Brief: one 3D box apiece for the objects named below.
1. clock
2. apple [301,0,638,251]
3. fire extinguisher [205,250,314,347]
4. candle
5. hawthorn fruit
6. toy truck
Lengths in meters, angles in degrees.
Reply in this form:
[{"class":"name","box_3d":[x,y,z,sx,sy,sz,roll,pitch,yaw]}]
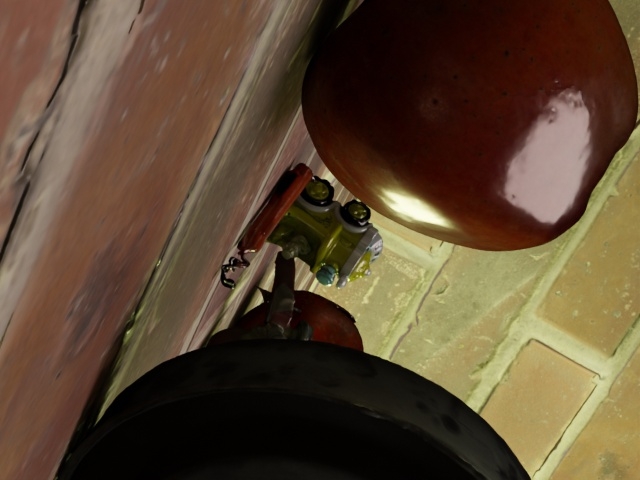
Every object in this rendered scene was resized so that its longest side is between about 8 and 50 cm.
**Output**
[{"class":"clock","box_3d":[-0.014,0.207,0.712,0.325,0.325,0.067,-63,-177,31]},{"class":"apple","box_3d":[0.105,-0.109,0.787,0.234,0.234,0.234,-61,177,-5]},{"class":"fire extinguisher","box_3d":[-0.098,0.170,1.150,0.337,0.106,0.147,-62,-158,15]},{"class":"candle","box_3d":[-0.046,-0.017,0.956,0.167,0.021,0.026,-56,148,-47]},{"class":"hawthorn fruit","box_3d":[-0.050,0.170,1.307,0.235,0.181,0.181,-47,170,-33]},{"class":"toy truck","box_3d":[0.000,0.000,1.044,0.077,0.111,0.076,-50,170,-42]}]
